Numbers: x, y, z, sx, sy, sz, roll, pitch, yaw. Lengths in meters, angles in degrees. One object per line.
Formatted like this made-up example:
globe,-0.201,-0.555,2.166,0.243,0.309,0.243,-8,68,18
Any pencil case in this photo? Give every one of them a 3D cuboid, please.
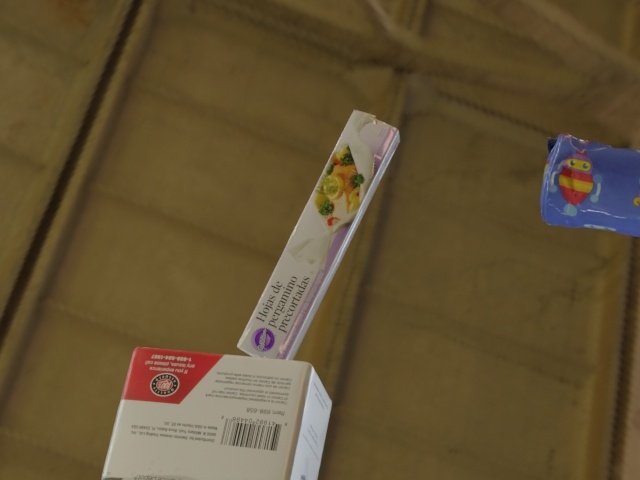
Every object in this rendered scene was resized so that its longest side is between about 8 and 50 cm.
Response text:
pencil case,0.419,-0.051,1.853,0.306,0.133,0.119,11,-102,12

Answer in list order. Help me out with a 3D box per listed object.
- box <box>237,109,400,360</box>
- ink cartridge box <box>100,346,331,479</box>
box,0.000,0.000,1.819,0.063,0.067,0.324,25,-96,9
ink cartridge box,-0.115,0.260,1.532,0.197,0.114,0.272,4,-117,16
